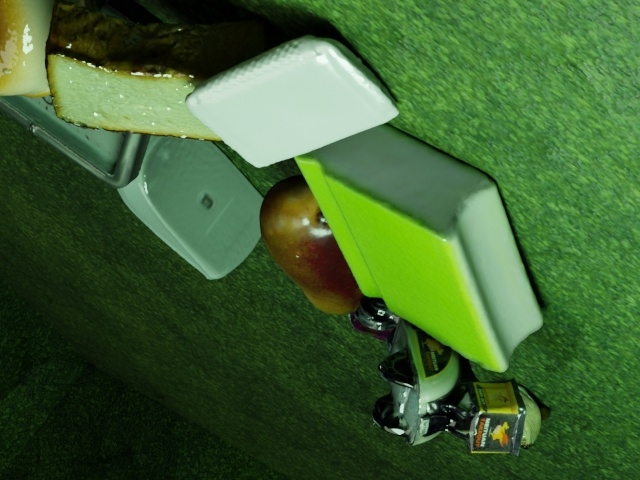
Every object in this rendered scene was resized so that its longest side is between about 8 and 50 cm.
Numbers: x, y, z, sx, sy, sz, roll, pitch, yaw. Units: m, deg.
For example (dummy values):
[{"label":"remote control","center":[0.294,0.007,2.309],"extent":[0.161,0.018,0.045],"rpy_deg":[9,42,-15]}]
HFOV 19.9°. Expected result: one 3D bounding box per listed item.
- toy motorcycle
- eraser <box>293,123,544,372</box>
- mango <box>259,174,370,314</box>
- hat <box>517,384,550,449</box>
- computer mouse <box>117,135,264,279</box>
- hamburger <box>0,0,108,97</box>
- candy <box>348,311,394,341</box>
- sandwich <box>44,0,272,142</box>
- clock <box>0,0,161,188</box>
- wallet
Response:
[{"label":"toy motorcycle","center":[0.124,0.129,1.948],"extent":[0.157,0.091,0.263],"rpy_deg":[3,-150,-8]},{"label":"eraser","center":[0.100,-0.001,1.818],"extent":[0.210,0.092,0.274],"rpy_deg":[30,163,30]},{"label":"mango","center":[0.000,0.000,2.013],"extent":[0.133,0.111,0.267],"rpy_deg":[16,158,17]},{"label":"hat","center":[0.238,0.210,2.216],"extent":[0.077,0.059,0.076],"rpy_deg":[0,125,59]},{"label":"computer mouse","center":[-0.160,-0.058,2.200],"extent":[0.079,0.128,0.231],"rpy_deg":[16,151,54]},{"label":"hamburger","center":[-0.334,-0.251,1.876],"extent":[0.237,0.147,0.236],"rpy_deg":[14,120,24]},{"label":"candy","center":[0.078,0.104,2.301],"extent":[0.043,0.045,0.175],"rpy_deg":[5,-172,-40]},{"label":"sandwich","center":[-0.156,-0.160,1.776],"extent":[0.215,0.065,0.186],"rpy_deg":[4,161,0]},{"label":"clock","center":[-0.293,-0.213,2.040],"extent":[0.273,0.049,0.279],"rpy_deg":[36,142,8]},{"label":"wallet","center":[-0.028,-0.130,1.684],"extent":[0.183,0.032,0.124],"rpy_deg":[-20,133,35]}]
